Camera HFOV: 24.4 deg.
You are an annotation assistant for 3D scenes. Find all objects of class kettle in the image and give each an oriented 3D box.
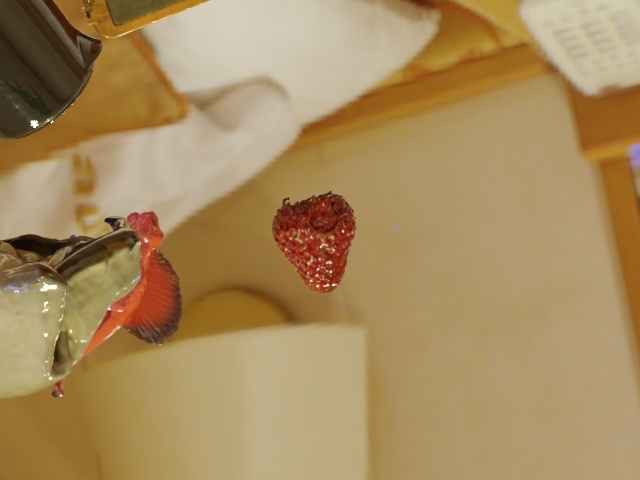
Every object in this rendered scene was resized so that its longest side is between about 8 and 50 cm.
[{"bbox_3d":[-0.457,-0.262,1.827,0.203,0.262,0.308,15,150,48],"label":"kettle"}]

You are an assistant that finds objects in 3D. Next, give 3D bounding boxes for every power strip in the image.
[{"bbox_3d":[-0.105,-0.207,1.146,0.178,0.049,0.028,-24,-155,-16],"label":"power strip"}]

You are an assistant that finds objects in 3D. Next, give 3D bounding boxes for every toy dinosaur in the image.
[{"bbox_3d":[-0.225,0.092,1.732,0.070,0.286,0.139,-10,139,35],"label":"toy dinosaur"}]

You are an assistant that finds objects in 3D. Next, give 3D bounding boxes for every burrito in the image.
[{"bbox_3d":[-0.292,0.063,1.151,0.332,0.135,0.190,-5,-175,23],"label":"burrito"}]

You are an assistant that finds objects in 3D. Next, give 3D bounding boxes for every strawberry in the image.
[{"bbox_3d":[0.000,0.000,1.184,0.073,0.083,0.073,-22,-179,0],"label":"strawberry"}]
